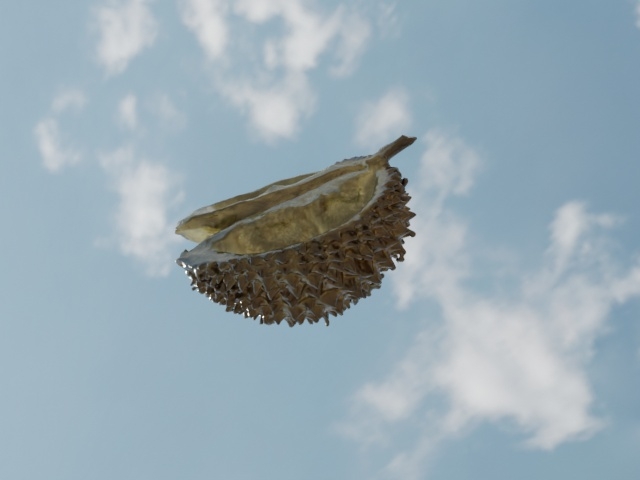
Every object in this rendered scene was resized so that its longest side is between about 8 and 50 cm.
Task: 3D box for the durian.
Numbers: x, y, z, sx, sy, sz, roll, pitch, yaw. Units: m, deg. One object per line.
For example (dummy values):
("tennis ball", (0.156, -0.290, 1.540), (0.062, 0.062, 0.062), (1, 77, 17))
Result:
("durian", (-0.001, 0.000, 0.868), (0.140, 0.110, 0.071), (-31, -59, -15))
